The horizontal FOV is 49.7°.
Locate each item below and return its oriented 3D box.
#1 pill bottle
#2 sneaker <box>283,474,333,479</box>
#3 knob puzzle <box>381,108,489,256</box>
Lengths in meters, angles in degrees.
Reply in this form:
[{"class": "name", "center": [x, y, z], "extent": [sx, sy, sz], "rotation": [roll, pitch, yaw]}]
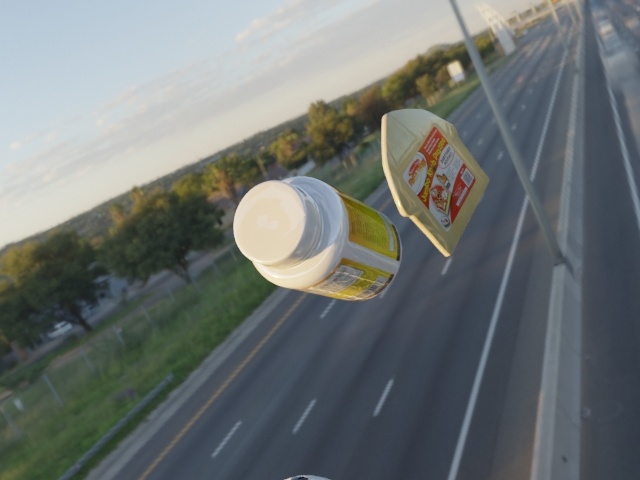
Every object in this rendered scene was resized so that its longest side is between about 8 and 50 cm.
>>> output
[{"class": "pill bottle", "center": [0.000, 0.000, 0.756], "extent": [0.117, 0.117, 0.215], "rotation": [-22, -20, 23]}, {"class": "sneaker", "center": [0.036, 0.311, 0.485], "extent": [0.236, 0.322, 0.130], "rotation": [13, 14, -27]}, {"class": "knob puzzle", "center": [0.145, -0.099, 0.965], "extent": [0.213, 0.213, 0.030], "rotation": [-35, 9, -40]}]
